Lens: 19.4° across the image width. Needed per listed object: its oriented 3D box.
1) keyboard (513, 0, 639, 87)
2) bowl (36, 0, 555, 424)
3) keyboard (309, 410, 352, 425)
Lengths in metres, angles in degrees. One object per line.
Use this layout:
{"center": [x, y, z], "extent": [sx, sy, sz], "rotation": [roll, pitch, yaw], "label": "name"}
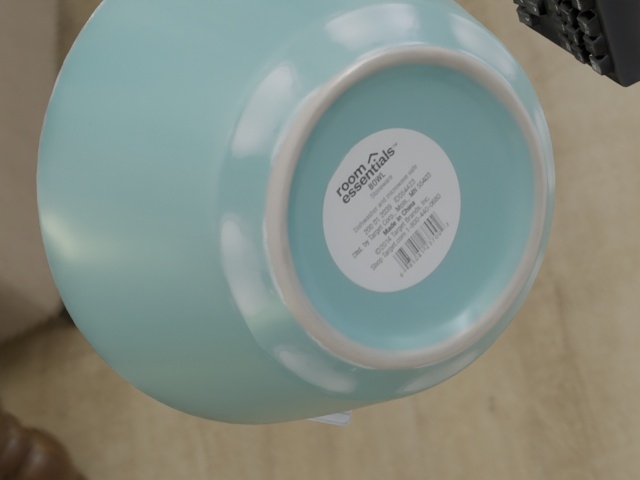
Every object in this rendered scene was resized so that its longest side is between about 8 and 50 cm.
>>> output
{"center": [0.078, -0.131, 0.653], "extent": [0.023, 0.180, 0.108], "rotation": [-38, 41, -15], "label": "keyboard"}
{"center": [0.013, -0.029, 1.072], "extent": [0.163, 0.311, 0.312], "rotation": [16, 72, 58], "label": "bowl"}
{"center": [0.000, 0.000, 1.297], "extent": [0.072, 0.014, 0.256], "rotation": [9, 69, -4], "label": "keyboard"}
